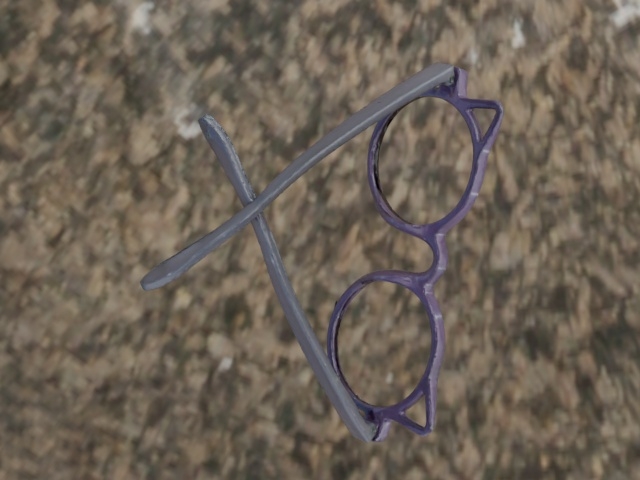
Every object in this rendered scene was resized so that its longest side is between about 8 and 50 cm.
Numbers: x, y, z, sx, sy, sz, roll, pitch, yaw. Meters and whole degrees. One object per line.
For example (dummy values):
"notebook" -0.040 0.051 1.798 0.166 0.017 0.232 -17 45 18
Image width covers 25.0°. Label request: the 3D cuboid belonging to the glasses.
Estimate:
"glasses" 0.000 0.000 0.494 0.062 0.104 0.140 19 97 43
